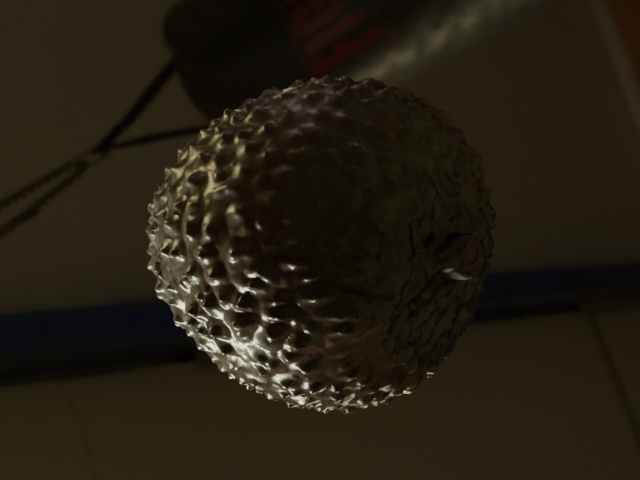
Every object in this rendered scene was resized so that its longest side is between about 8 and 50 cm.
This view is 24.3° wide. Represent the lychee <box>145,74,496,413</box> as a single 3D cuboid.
[{"bbox_3d":[0.004,0.004,1.237,0.300,0.300,0.300,30,-134,-37],"label":"lychee"}]
